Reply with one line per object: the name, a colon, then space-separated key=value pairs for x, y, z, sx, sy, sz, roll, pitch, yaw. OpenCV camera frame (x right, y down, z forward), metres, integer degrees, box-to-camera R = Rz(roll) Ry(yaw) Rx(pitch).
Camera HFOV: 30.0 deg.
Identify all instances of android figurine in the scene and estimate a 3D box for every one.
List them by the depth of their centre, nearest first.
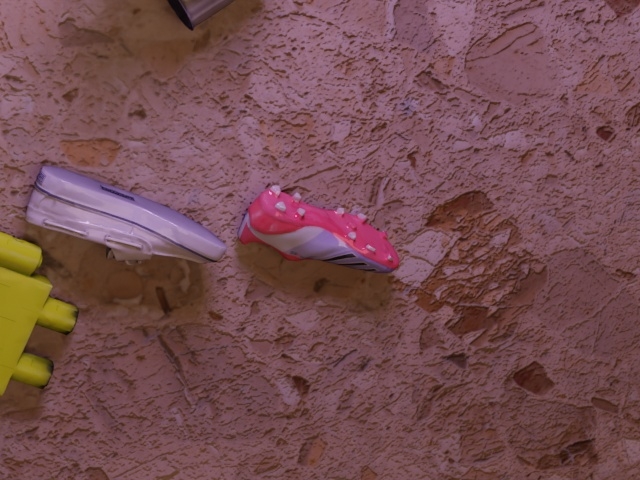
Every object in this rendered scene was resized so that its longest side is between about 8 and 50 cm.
android figurine: x=-0.463 y=0.099 z=1.553 sx=0.273 sy=0.056 sz=0.248 roll=25 pitch=95 yaw=-27

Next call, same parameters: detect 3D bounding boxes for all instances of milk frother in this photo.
milk frother: x=-0.152 y=-0.371 z=1.524 sx=0.135 sy=0.129 sz=0.143 roll=-35 pitch=72 yaw=-9

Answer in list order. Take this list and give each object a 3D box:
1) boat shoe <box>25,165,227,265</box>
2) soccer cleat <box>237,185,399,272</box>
boat shoe: x=-0.257 y=-0.011 z=1.579 sx=0.267 sy=0.096 sz=0.088 roll=21 pitch=101 yaw=-24
soccer cleat: x=0.000 y=0.000 z=1.702 sx=0.248 sy=0.083 sz=0.095 roll=22 pitch=126 yaw=-30
